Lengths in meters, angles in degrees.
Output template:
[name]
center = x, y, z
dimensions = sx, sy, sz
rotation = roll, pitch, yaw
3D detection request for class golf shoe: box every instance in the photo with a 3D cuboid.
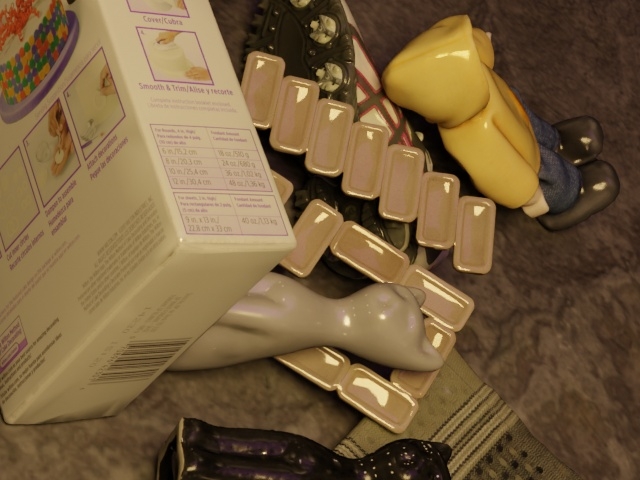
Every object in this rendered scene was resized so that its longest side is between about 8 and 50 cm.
[golf shoe]
center = 0.021, -0.091, 1.547
dimensions = 0.120, 0.105, 0.273
rotation = 10, 59, -54

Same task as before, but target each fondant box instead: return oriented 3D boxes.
[fondant box]
center = -0.161, -0.079, 1.263
dimensions = 0.096, 0.238, 0.330
rotation = -2, 61, -40

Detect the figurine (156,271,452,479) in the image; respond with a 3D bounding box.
[figurine]
center = -0.006, 0.106, 1.320
dimensions = 0.209, 0.092, 0.215
rotation = 5, 53, -15

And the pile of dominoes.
[pile of dominoes]
center = 0.000, 0.000, 1.429
dimensions = 0.251, 0.040, 0.196
rotation = 33, 74, -1

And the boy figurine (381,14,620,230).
[boy figurine]
center = 0.142, -0.109, 1.584
dimensions = 0.285, 0.092, 0.177
rotation = 35, 36, -51

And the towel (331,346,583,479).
[towel]
center = 0.112, 0.263, 1.379
dimensions = 0.312, 0.056, 0.324
rotation = 45, 43, 5
